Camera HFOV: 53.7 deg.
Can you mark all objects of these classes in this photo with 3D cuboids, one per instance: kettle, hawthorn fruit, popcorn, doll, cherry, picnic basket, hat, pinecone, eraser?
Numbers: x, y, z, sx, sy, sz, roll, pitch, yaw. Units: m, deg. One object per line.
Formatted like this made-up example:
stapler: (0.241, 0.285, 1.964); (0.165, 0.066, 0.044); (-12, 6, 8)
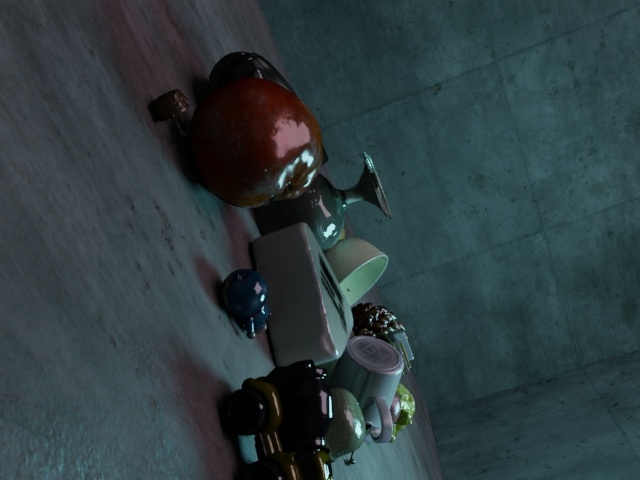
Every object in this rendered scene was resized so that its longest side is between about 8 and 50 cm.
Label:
kettle: (-0.163, -0.300, 1.558); (0.324, 0.228, 0.321); (65, -16, -16)
hawthorn fruit: (-0.128, -0.194, 1.292); (0.284, 0.284, 0.284); (-20, 90, -81)
popcorn: (0.209, 0.532, 1.982); (0.167, 0.185, 0.187); (41, 34, -34)
doll: (-0.136, 0.110, 1.186); (0.152, 0.085, 0.114); (75, 14, -49)
cherry: (0.133, 0.480, 1.648); (0.090, 0.225, 0.107); (35, 1, -2)
picnic basket: (-0.267, -0.232, 1.172); (0.072, 0.072, 0.083); (-91, 158, -63)
hat: (0.027, 0.395, 1.365); (0.257, 0.130, 0.257); (-20, 90, -81)
pinecone: (0.170, 0.320, 2.089); (0.224, 0.224, 0.272); (64, -3, -32)
eraser: (-0.026, 0.156, 1.500); (0.331, 0.150, 0.331); (-19, 90, -82)

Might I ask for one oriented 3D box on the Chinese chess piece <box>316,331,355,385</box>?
Chinese chess piece: (0.059, 0.347, 1.738); (0.250, 0.101, 0.250); (-19, 90, -81)

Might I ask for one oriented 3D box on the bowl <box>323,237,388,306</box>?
bowl: (0.045, 0.092, 1.773); (0.145, 0.277, 0.277); (49, 2, 20)

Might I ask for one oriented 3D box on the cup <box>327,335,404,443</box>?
cup: (0.119, 0.359, 1.494); (0.167, 0.221, 0.202); (-15, 129, -50)

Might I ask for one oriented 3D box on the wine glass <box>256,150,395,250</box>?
wine glass: (0.008, -0.088, 1.655); (0.238, 0.323, 0.238); (-18, 90, -80)

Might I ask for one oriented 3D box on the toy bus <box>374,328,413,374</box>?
toy bus: (0.193, 0.329, 1.817); (0.302, 0.139, 0.113); (46, 23, -86)

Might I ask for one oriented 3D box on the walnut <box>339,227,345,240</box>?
walnut: (0.000, 0.000, 1.920); (0.144, 0.180, 0.144); (35, -33, 28)

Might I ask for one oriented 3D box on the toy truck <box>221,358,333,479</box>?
toy truck: (-0.046, 0.313, 1.007); (0.147, 0.165, 0.224); (48, 24, -67)
